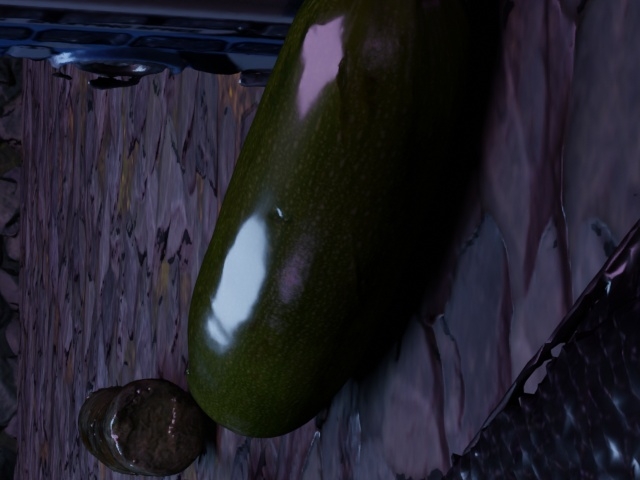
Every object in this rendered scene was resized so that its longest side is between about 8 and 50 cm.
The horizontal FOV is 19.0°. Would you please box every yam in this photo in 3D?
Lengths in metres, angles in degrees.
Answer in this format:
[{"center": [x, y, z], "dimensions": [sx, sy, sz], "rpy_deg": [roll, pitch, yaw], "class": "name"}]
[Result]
[{"center": [-0.115, 0.117, 1.180], "dimensions": [0.253, 0.061, 0.061], "rpy_deg": [156, 114, -77], "class": "yam"}]

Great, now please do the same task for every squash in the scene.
[{"center": [-0.002, 0.002, 0.678], "dimensions": [0.071, 0.080, 0.318], "rpy_deg": [43, 148, 17], "class": "squash"}]

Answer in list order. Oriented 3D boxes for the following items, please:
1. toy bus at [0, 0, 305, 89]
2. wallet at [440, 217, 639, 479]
[{"center": [-0.123, -0.121, 0.715], "dimensions": [0.131, 0.297, 0.106], "rpy_deg": [167, 104, -70], "class": "toy bus"}, {"center": [0.083, 0.102, 0.312], "dimensions": [0.262, 0.071, 0.221], "rpy_deg": [114, 155, -46], "class": "wallet"}]
